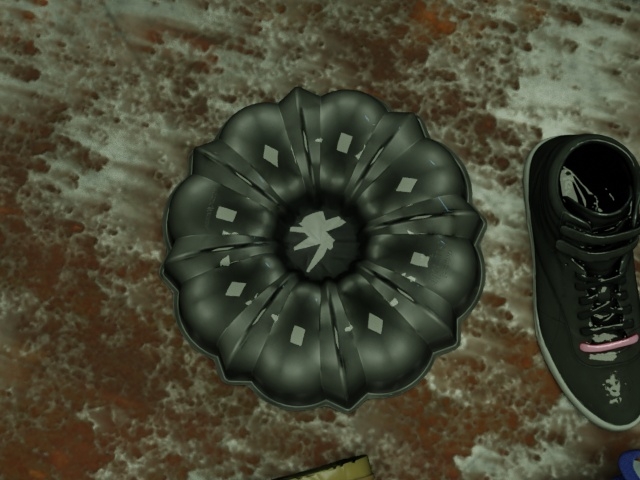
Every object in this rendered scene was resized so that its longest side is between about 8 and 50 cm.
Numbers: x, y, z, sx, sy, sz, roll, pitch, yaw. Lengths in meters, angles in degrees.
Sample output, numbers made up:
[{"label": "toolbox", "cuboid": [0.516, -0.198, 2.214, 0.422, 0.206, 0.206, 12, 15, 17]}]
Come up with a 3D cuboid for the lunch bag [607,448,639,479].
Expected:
[{"label": "lunch bag", "cuboid": [0.312, 0.350, 1.082, 0.385, 0.328, 0.239, -29, 121, -6]}]

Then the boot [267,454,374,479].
[{"label": "boot", "cuboid": [-0.022, 0.357, 1.231, 0.236, 0.089, 0.269, -15, 84, 0]}]

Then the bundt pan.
[{"label": "bundt pan", "cuboid": [0.000, 0.000, 1.260, 0.331, 0.124, 0.330, 0, 82, 2]}]

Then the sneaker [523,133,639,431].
[{"label": "sneaker", "cuboid": [0.256, 0.034, 1.235, 0.105, 0.147, 0.295, -10, 84, -2]}]
